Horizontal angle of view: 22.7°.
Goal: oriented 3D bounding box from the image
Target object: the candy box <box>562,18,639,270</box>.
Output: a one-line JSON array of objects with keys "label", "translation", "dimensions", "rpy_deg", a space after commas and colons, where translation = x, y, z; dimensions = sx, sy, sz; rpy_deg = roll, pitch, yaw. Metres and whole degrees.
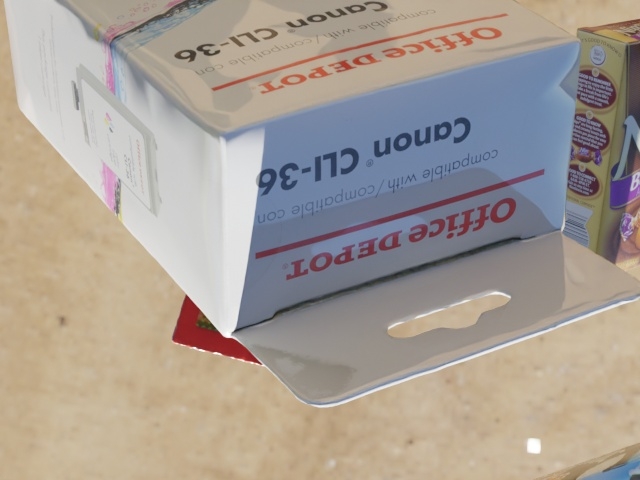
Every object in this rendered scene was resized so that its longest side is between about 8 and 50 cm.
[{"label": "candy box", "translation": [0.233, -0.071, 1.202], "dimensions": [0.053, 0.109, 0.186], "rpy_deg": [25, 120, 44]}]

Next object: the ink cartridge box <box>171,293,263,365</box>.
[{"label": "ink cartridge box", "translation": [0.000, 0.000, 1.012], "dimensions": [0.145, 0.179, 0.045], "rpy_deg": [17, -178, -25]}]

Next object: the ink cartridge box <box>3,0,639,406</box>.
[{"label": "ink cartridge box", "translation": [-0.005, -0.041, 0.469], "dimensions": [0.115, 0.198, 0.067], "rpy_deg": [-18, 127, -25]}]

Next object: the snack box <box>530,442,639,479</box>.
[{"label": "snack box", "translation": [0.238, 0.250, 1.182], "dimensions": [0.322, 0.060, 0.187], "rpy_deg": [-31, 86, 47]}]
